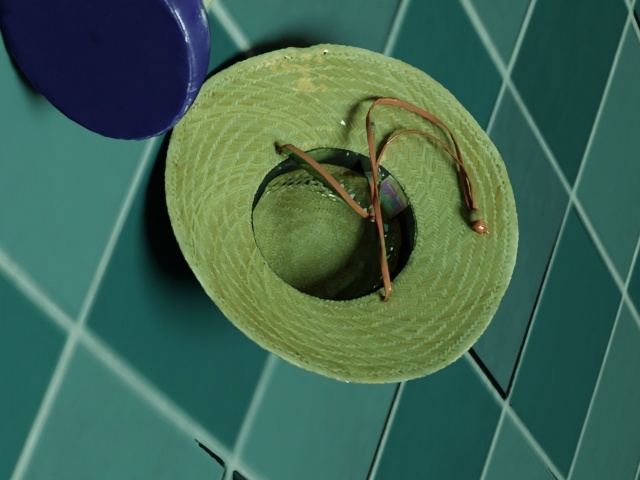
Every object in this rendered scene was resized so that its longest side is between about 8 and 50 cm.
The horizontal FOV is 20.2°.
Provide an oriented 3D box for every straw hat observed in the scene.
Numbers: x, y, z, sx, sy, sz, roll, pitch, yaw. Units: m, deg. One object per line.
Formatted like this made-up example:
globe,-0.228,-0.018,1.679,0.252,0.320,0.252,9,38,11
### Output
straw hat,0.000,0.000,0.668,0.144,0.144,0.061,-59,-173,-35

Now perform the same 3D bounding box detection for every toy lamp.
toy lamp,-0.002,-0.130,0.619,0.275,0.080,0.080,-47,137,-43
